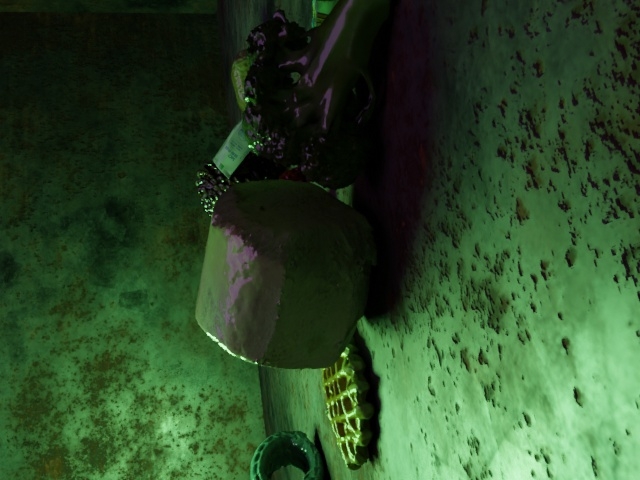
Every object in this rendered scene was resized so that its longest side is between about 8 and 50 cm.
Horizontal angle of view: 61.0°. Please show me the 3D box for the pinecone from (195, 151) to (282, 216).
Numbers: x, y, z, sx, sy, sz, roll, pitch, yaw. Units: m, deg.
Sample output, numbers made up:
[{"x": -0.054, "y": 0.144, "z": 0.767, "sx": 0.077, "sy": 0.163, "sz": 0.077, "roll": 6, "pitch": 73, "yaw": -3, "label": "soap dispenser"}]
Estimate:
[{"x": -0.227, "y": -0.159, "z": 1.643, "sx": 0.246, "sy": 0.292, "sz": 0.246, "roll": 21, "pitch": 131, "yaw": 26, "label": "pinecone"}]

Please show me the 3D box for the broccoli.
[{"x": -0.004, "y": -0.250, "z": 0.856, "sx": 0.254, "sy": 0.186, "sz": 0.302, "roll": 29, "pitch": 108, "yaw": 32, "label": "broccoli"}]

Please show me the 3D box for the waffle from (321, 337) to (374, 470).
[{"x": 0.045, "y": 0.297, "z": 1.078, "sx": 0.261, "sy": 0.056, "sz": 0.249, "roll": -124, "pitch": 31, "yaw": -67, "label": "waffle"}]

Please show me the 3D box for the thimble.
[{"x": -0.085, "y": 0.633, "z": 1.463, "sx": 0.235, "sy": 0.199, "sz": 0.143, "roll": -65, "pitch": -19, "yaw": -53, "label": "thimble"}]

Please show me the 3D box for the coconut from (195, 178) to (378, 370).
[{"x": -0.058, "y": 0.076, "z": 0.928, "sx": 0.297, "sy": 0.298, "sz": 0.309, "roll": -118, "pitch": 33, "yaw": -59, "label": "coconut"}]

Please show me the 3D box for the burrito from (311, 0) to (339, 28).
[{"x": -0.005, "y": -0.345, "z": 1.040, "sx": 0.104, "sy": 0.054, "sz": 0.287, "roll": -111, "pitch": 20, "yaw": -50, "label": "burrito"}]

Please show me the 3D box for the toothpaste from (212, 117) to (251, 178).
[{"x": -0.186, "y": -0.307, "z": 1.477, "sx": 0.301, "sy": 0.075, "sz": 0.048, "roll": -48, "pitch": 10, "yaw": 14, "label": "toothpaste"}]

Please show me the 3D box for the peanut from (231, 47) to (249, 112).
[{"x": -0.215, "y": -0.490, "z": 1.723, "sx": 0.129, "sy": 0.129, "sz": 0.224, "roll": 178, "pitch": 87, "yaw": -77, "label": "peanut"}]

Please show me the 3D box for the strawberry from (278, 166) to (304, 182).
[{"x": -0.093, "y": -0.074, "z": 1.393, "sx": 0.190, "sy": 0.111, "sz": 0.236, "roll": 116, "pitch": 147, "yaw": -70, "label": "strawberry"}]
